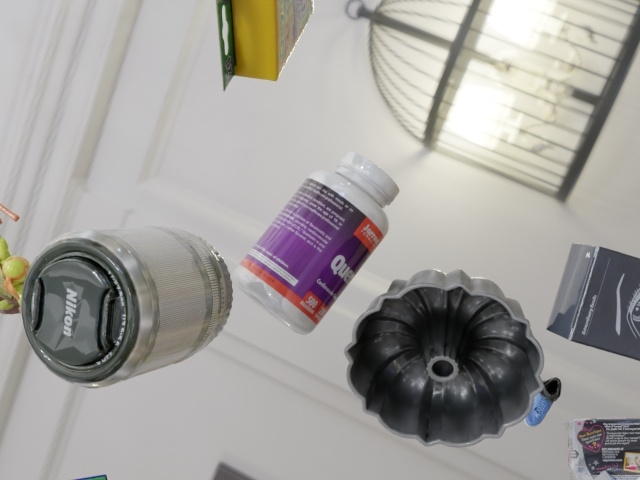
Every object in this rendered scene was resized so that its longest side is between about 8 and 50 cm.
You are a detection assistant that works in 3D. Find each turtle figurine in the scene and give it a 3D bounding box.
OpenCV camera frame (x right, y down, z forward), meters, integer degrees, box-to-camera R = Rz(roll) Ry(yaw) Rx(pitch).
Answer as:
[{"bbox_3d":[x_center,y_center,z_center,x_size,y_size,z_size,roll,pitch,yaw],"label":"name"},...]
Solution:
[{"bbox_3d":[-0.493,0.069,1.372,0.087,0.269,0.217,-33,4,-27],"label":"turtle figurine"}]

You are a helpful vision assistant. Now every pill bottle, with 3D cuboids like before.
[{"bbox_3d":[0.000,0.000,1.557,0.323,0.181,0.181,-52,-12,-7],"label":"pill bottle"}]

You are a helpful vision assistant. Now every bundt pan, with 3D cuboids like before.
[{"bbox_3d":[0.210,0.186,1.458,0.124,0.331,0.330,-71,0,-62],"label":"bundt pan"}]

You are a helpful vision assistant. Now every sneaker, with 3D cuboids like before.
[{"bbox_3d":[0.604,0.436,2.319,0.152,0.058,0.084,-51,-22,-8],"label":"sneaker"}]

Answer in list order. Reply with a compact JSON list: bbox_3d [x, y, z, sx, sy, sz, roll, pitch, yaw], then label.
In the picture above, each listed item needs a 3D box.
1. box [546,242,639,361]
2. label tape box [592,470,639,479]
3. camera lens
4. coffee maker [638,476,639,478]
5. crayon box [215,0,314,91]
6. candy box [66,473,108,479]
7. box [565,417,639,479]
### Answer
[{"bbox_3d":[0.480,0.103,1.328,0.108,0.207,0.153,-147,75,-85],"label":"box"},{"bbox_3d":[0.479,0.483,1.272,0.347,0.249,0.115,-55,-7,29],"label":"label tape box"},{"bbox_3d":[-0.281,0.089,1.264,0.274,0.219,0.219,-7,-59,-66],"label":"camera lens"},{"bbox_3d":[0.657,0.556,1.699,0.171,0.120,0.178,1,-52,-40],"label":"coffee maker"},{"bbox_3d":[-0.085,-0.415,1.455,0.323,0.083,0.203,-69,-15,-46],"label":"crayon box"},{"bbox_3d":[-0.712,0.674,2.089,0.317,0.122,0.268,-1,-23,-38],"label":"candy box"},{"bbox_3d":[0.653,0.479,1.963,0.247,0.163,0.142,51,-142,-71],"label":"box"}]
